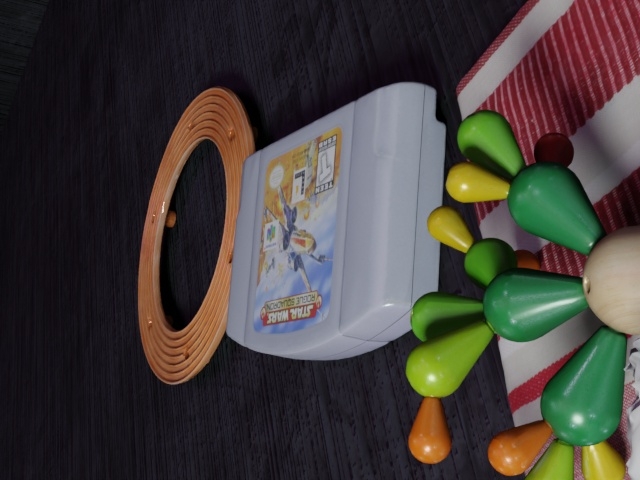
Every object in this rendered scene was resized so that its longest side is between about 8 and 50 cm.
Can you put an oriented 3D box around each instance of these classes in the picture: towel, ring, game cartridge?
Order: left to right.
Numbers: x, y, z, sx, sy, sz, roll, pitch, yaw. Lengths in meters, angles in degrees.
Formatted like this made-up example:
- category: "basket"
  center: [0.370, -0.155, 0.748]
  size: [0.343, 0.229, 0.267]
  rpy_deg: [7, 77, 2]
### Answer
- category: "ring"
  center: [-0.138, -0.006, 1.151]
  size: [0.336, 0.032, 0.336]
  rpy_deg: [-31, 54, 57]
- category: "game cartridge"
  center: [0.000, 0.000, 0.856]
  size: [0.297, 0.062, 0.198]
  rpy_deg: [-18, 61, 60]
- category: "towel"
  center: [0.166, -0.021, 0.559]
  size: [0.237, 0.037, 0.329]
  rpy_deg: [-49, 39, 49]

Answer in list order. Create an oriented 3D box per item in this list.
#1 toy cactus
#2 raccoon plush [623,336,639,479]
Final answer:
- category: "toy cactus"
  center: [0.123, 0.034, 0.496]
  size: [0.180, 0.112, 0.219]
  rpy_deg: [-19, 59, 43]
- category: "raccoon plush"
  center: [0.272, -0.006, 0.201]
  size: [0.299, 0.216, 0.446]
  rpy_deg: [-120, 29, -46]
